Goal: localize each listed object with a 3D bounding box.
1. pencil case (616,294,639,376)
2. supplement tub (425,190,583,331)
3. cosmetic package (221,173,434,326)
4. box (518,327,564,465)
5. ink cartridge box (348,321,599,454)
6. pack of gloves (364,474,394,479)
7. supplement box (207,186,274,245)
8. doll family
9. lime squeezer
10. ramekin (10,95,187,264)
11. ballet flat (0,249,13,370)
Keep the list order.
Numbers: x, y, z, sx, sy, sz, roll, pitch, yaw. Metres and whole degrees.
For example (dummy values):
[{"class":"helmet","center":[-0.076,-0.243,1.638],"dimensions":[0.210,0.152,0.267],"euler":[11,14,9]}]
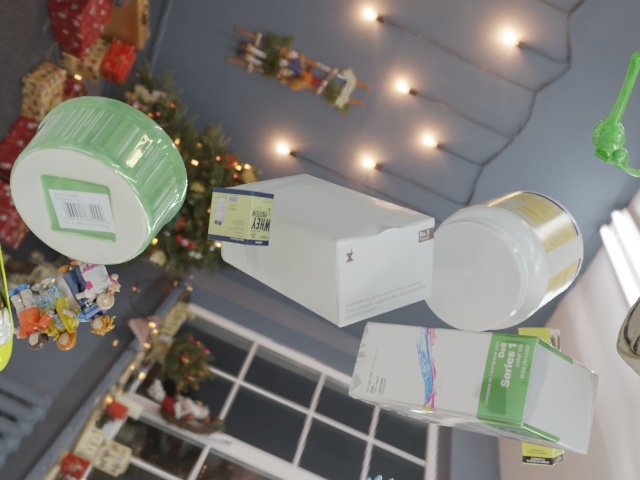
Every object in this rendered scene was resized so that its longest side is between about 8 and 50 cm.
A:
[{"class":"pencil case","center":[0.558,0.204,0.892],"dimensions":[0.183,0.410,0.160],"euler":[-46,-177,11]},{"class":"supplement tub","center":[0.357,0.037,1.435],"dimensions":[0.331,0.241,0.241],"euler":[-16,138,-53]},{"class":"cosmetic package","center":[0.000,0.000,1.315],"dimensions":[0.385,0.217,0.156],"euler":[28,-57,50]},{"class":"box","center":[0.389,0.271,1.280],"dimensions":[0.087,0.058,0.232],"euler":[13,75,-58]},{"class":"ink cartridge box","center":[0.212,0.203,1.022],"dimensions":[0.278,0.201,0.117],"euler":[0,-112,43]},{"class":"pack of gloves","center":[0.133,0.588,1.465],"dimensions":[0.232,0.195,0.046],"euler":[-61,180,11]},{"class":"supplement box","center":[-0.125,-0.037,1.143],"dimensions":[0.056,0.083,0.083],"euler":[4,93,-57]},{"class":"doll family","center":[-0.510,0.134,1.516],"dimensions":[0.262,0.163,0.118],"euler":[-30,168,8]},{"class":"lime squeezer","center":[0.511,-0.175,1.246],"dimensions":[0.110,0.058,0.310],"euler":[-55,141,-17]},{"class":"ramekin","center":[-0.415,-0.099,1.349],"dimensions":[0.148,0.303,0.303],"euler":[-73,-174,-50]},{"class":"ballet flat","center":[-0.485,0.084,1.051],"dimensions":[0.077,0.077,0.231],"euler":[-3,-86,46]}]
